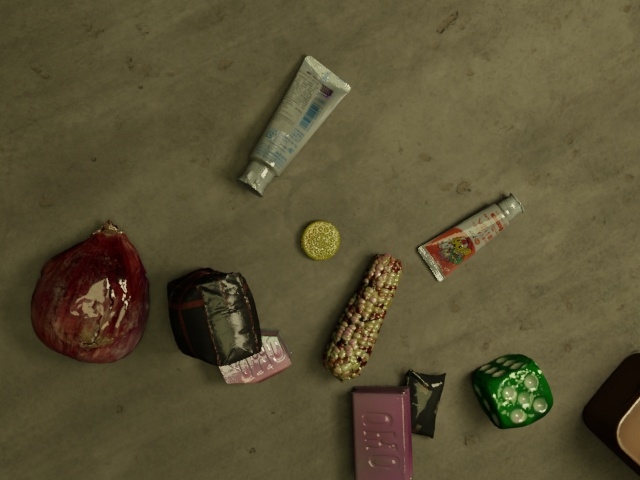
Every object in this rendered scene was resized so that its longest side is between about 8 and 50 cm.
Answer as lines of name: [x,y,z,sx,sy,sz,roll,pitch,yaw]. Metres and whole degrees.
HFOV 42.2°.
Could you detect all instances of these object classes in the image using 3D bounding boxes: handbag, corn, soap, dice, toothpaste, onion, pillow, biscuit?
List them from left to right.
onion: [-0.439,0.100,1.606,0.227,0.120,0.284,12,91,-15]
handbag: [-0.209,0.139,1.599,0.155,0.215,0.170,-22,100,-26]
soap: [-0.135,0.239,1.699,0.149,0.056,0.100,-24,100,-7]
toothpaste: [-0.062,-0.226,1.680,0.114,0.073,0.299,35,80,-10]
biscuit: [0.000,0.000,1.722,0.083,0.023,0.084,-1,93,-11]
corn: [0.091,0.161,1.720,0.092,0.092,0.281,26,85,-10]
soap: [0.129,0.408,1.732,0.122,0.065,0.203,-2,93,14]
pillow: [0.212,0.348,1.770,0.090,0.048,0.150,10,96,2]
toothpaste: [0.325,-0.014,1.768,0.234,0.057,0.089,-35,100,2]
dice: [0.406,0.318,1.760,0.130,0.128,0.120,-24,96,-7]

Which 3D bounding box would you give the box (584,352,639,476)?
box: [0.765,0.415,1.755,0.339,0.229,0.239,42,86,-1]
